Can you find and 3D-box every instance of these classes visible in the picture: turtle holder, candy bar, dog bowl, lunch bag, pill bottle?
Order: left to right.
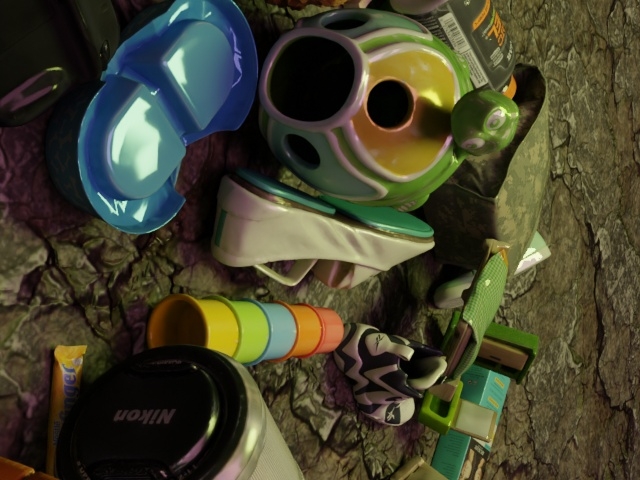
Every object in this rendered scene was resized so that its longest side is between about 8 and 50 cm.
[{"bbox_3d":[-0.267,0.188,1.005,0.040,0.018,0.162,2,94,-54],"label":"candy bar"},{"bbox_3d":[-0.178,-0.142,1.025,0.297,0.074,0.166,-59,139,-30],"label":"dog bowl"},{"bbox_3d":[0.064,-0.147,1.150,0.243,0.320,0.227,-50,153,14],"label":"turtle holder"},{"bbox_3d":[0.209,-0.296,1.427,0.246,0.130,0.130,50,57,-43],"label":"pill bottle"},{"bbox_3d":[0.290,-0.122,1.586,0.287,0.168,0.235,-57,149,-25],"label":"lunch bag"}]

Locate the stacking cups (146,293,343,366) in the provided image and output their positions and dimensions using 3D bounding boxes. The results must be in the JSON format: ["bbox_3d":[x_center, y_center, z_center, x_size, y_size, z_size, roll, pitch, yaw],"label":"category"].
[{"bbox_3d":[-0.070,0.115,1.199,0.316,0.096,0.096,6,91,-54],"label":"stacking cups"}]

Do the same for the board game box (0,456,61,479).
[{"bbox_3d":[-0.286,0.421,0.727,0.356,0.356,0.357,-42,128,-43],"label":"board game box"}]

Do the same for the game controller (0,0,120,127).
[{"bbox_3d":[-0.277,-0.243,0.822,0.166,0.067,0.319,-37,142,-19],"label":"game controller"}]

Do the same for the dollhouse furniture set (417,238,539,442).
[{"bbox_3d":[0.276,0.169,1.523,0.302,0.151,0.198,102,10,-49],"label":"dollhouse furniture set"}]

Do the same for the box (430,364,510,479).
[{"bbox_3d":[0.272,0.346,1.752,0.100,0.060,0.244,42,62,-49],"label":"box"}]

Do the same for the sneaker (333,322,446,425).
[{"bbox_3d":[0.131,0.217,1.452,0.094,0.153,0.235,-54,135,-32],"label":"sneaker"}]

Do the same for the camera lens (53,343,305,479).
[{"bbox_3d":[-0.135,0.262,1.017,0.219,0.219,0.274,-56,143,-32],"label":"camera lens"}]

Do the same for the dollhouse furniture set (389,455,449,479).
[{"bbox_3d":[0.112,0.570,1.497,0.394,0.256,0.362,-37,127,-20],"label":"dollhouse furniture set"}]

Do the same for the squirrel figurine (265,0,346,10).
[{"bbox_3d":[0.021,-0.481,1.130,0.370,0.280,0.397,-60,148,-45],"label":"squirrel figurine"}]

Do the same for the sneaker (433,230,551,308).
[{"bbox_3d":[0.272,0.017,1.698,0.255,0.094,0.151,-25,79,-28],"label":"sneaker"}]

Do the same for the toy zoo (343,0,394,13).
[{"bbox_3d":[0.134,-0.286,1.475,0.192,0.030,0.293,-55,137,-33],"label":"toy zoo"}]

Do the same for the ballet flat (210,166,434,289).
[{"bbox_3d":[0.000,0.000,1.276,0.400,0.139,0.139,11,87,-51],"label":"ballet flat"}]
